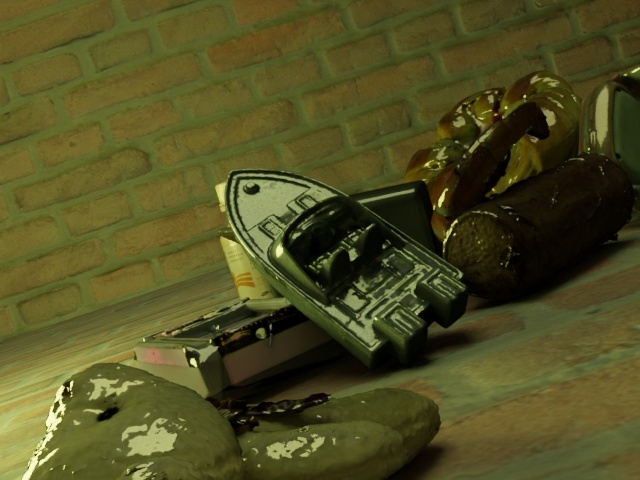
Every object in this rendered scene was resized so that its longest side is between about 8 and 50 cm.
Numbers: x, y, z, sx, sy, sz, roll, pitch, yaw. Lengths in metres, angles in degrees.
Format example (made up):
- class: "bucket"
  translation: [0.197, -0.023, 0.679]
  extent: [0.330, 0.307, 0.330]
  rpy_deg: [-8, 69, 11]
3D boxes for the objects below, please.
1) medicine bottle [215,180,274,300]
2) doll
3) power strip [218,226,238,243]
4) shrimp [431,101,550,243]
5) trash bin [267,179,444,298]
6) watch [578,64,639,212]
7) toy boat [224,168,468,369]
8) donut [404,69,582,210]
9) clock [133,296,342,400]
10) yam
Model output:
- class: "medicine bottle"
  translation: [-0.119, 0.008, 1.446]
  extent: [0.114, 0.252, 0.114]
  rpy_deg: [-18, 3, 1]
- class: "doll"
  translation: [-0.054, 0.126, 0.483]
  extent: [0.278, 0.149, 0.175]
  rpy_deg: [-4, -41, -48]
- class: "power strip"
  translation: [0.002, -0.001, 1.302]
  extent: [0.251, 0.092, 0.257]
  rpy_deg: [32, -24, -31]
- class: "shrimp"
  translation: [0.231, -0.067, 1.052]
  extent: [0.222, 0.054, 0.290]
  rpy_deg: [-52, -27, -10]
- class: "trash bin"
  translation: [0.044, 0.023, 1.077]
  extent: [0.236, 0.176, 0.101]
  rpy_deg: [-14, 8, 17]
- class: "watch"
  translation: [0.497, -0.155, 1.099]
  extent: [0.162, 0.253, 0.241]
  rpy_deg: [25, -32, -23]
- class: "toy boat"
  translation: [0.005, 0.007, 0.860]
  extent: [0.141, 0.092, 0.320]
  rpy_deg: [-36, 56, -27]
- class: "donut"
  translation: [0.305, -0.137, 1.358]
  extent: [0.360, 0.170, 0.360]
  rpy_deg: [-34, 28, 21]
- class: "clock"
  translation: [-0.096, 0.127, 0.936]
  extent: [0.186, 0.083, 0.253]
  rpy_deg: [-21, 4, -28]
- class: "yam"
  translation: [0.278, -0.019, 0.980]
  extent: [0.280, 0.131, 0.131]
  rpy_deg: [-24, 7, -41]
